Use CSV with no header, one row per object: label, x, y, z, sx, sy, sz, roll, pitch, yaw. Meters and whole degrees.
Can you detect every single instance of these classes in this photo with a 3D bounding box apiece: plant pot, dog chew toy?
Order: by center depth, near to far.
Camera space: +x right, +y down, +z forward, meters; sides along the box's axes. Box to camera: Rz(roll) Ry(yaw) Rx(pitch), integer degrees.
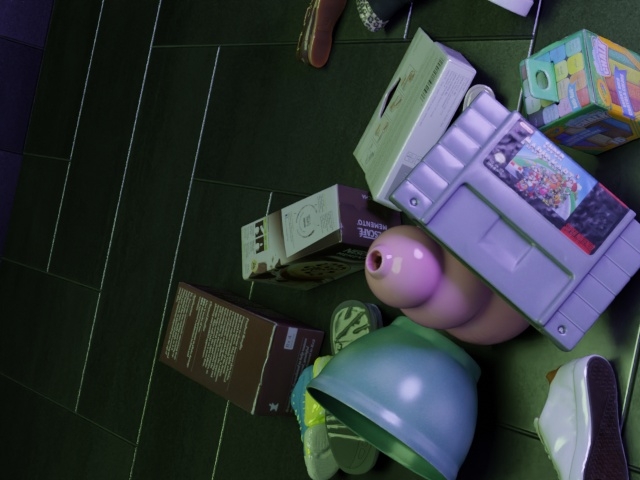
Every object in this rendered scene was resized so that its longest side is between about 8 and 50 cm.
dog chew toy,0.207,0.057,1.796,0.207,0.332,0.206,-15,70,47
plant pot,0.149,0.252,1.892,0.293,0.293,0.196,18,68,51

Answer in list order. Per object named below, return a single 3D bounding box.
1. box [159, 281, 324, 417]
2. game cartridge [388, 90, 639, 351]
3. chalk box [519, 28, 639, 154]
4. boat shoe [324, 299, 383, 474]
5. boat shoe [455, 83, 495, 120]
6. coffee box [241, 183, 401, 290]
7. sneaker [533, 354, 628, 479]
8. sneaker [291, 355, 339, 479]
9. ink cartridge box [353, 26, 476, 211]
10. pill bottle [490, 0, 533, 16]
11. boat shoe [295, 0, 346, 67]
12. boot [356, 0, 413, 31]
box,-0.174,0.224,2.368,0.381,0.143,0.191,19,95,52
game cartridge,0.308,-0.033,1.681,0.230,0.355,0.068,-49,0,-2
chalk box,0.400,-0.231,1.732,0.132,0.213,0.132,-23,64,45
boat shoe,0.079,0.273,2.096,0.118,0.103,0.320,-8,80,29
boat shoe,0.267,-0.180,2.018,0.065,0.075,0.206,-57,-18,-77
coffee box,0.000,0.000,2.191,0.297,0.168,0.118,-23,64,46
sneaker,0.389,0.326,1.702,0.123,0.106,0.290,-25,51,49
sneaker,-0.005,0.348,2.187,0.126,0.091,0.240,-19,59,60
ink cartridge box,0.172,-0.235,2.126,0.296,0.066,0.261,-62,16,18
pill bottle,0.361,-0.516,1.911,0.136,0.136,0.245,43,113,47
boat shoe,-0.004,-0.475,2.390,0.073,0.073,0.207,29,103,48
boot,0.135,-0.550,2.234,0.178,0.085,0.236,-36,55,42
